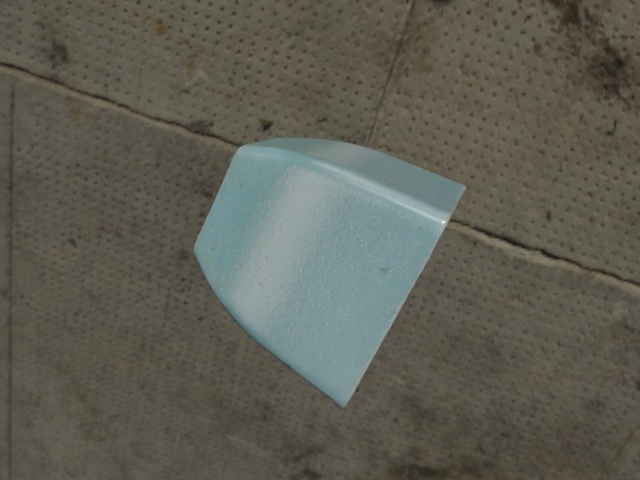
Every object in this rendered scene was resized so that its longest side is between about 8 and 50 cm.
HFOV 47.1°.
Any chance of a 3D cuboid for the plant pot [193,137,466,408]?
[{"bbox_3d":[0.000,0.000,0.890,0.252,0.248,0.247,28,107,8],"label":"plant pot"}]
